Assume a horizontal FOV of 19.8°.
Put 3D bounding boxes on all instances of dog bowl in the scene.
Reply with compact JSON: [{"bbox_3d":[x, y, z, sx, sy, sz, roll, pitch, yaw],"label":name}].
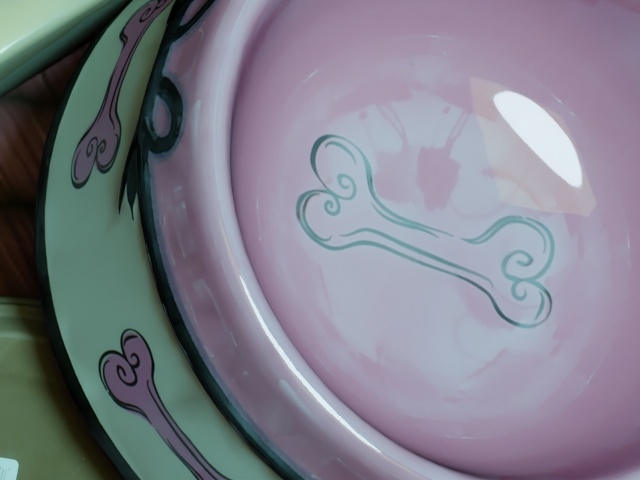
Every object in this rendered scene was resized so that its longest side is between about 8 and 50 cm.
[{"bbox_3d":[0.068,-0.009,0.954,0.408,0.150,0.408,8,71,-23],"label":"dog bowl"}]

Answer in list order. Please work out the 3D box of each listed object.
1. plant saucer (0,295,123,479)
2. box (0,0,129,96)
[{"bbox_3d":[-0.171,0.166,0.949,0.278,0.041,0.278,0,84,0],"label":"plant saucer"},{"bbox_3d":[-0.173,-0.175,1.029,0.311,0.121,0.148,-38,93,-24],"label":"box"}]
